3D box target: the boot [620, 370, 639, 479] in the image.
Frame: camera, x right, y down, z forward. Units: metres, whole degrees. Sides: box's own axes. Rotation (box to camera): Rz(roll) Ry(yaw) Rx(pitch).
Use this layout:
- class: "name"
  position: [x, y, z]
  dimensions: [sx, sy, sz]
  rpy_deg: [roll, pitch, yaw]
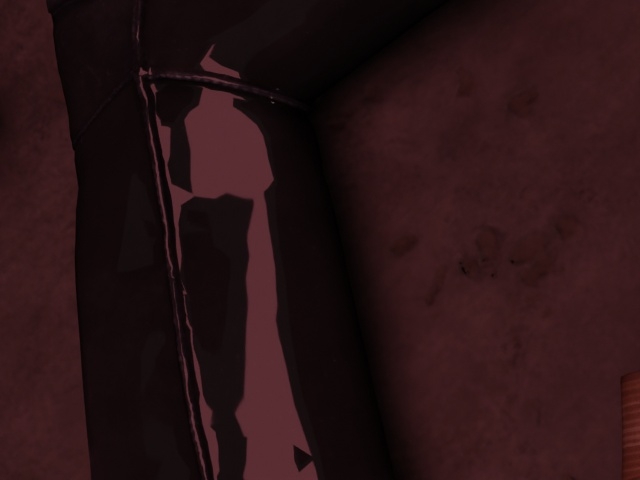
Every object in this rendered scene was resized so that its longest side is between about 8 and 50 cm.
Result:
- class: "boot"
  position: [0.315, 0.170, 1.172]
  dimensions: [0.283, 0.109, 0.220]
  rpy_deg: [-11, 79, 21]

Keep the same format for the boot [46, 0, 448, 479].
- class: "boot"
  position: [-0.002, 0.000, 1.287]
  dimensions: [0.367, 0.146, 0.445]
  rpy_deg: [-13, 75, 28]
